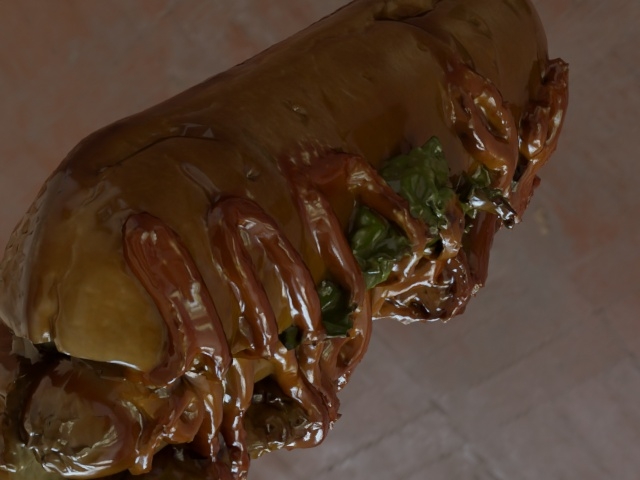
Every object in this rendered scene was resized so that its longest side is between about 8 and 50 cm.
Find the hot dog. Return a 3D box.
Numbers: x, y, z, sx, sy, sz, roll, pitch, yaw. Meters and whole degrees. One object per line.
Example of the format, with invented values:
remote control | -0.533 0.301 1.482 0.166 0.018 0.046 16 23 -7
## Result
hot dog | 0.000 0.000 0.673 0.117 0.349 0.158 35 120 11
